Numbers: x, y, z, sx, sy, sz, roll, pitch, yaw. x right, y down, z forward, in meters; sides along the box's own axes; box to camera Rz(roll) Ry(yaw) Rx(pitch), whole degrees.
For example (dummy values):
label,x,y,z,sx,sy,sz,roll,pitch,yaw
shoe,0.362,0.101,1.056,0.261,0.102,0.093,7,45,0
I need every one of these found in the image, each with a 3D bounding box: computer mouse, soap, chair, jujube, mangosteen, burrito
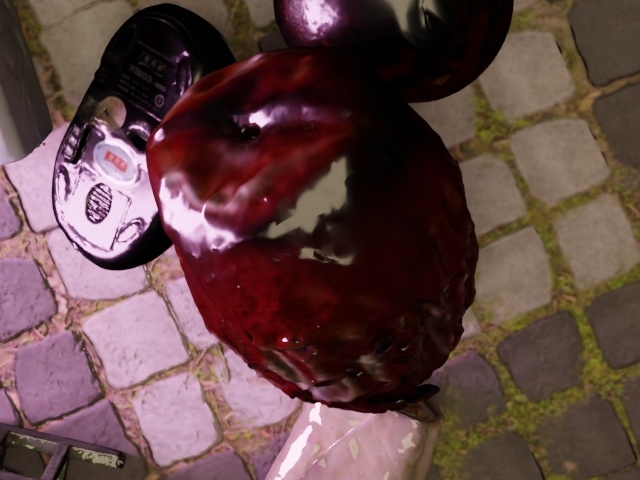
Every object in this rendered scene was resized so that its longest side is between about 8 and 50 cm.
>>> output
label,x,y,z,sx,sy,sz,roll,pitch,yaw
computer mouse,-0.139,-0.085,1.513,0.137,0.096,0.233,35,107,25
soap,-0.317,-0.203,1.465,0.095,0.173,0.289,-17,102,4
chair,-0.325,0.242,1.593,0.270,0.136,0.147,13,103,0
jujube,0.000,0.000,1.410,0.258,0.258,0.376,-7,148,3
mangosteen,0.062,-0.208,1.442,0.210,0.210,0.210,0,104,2
burrito,0.004,0.260,1.605,0.143,0.105,0.299,25,104,6
